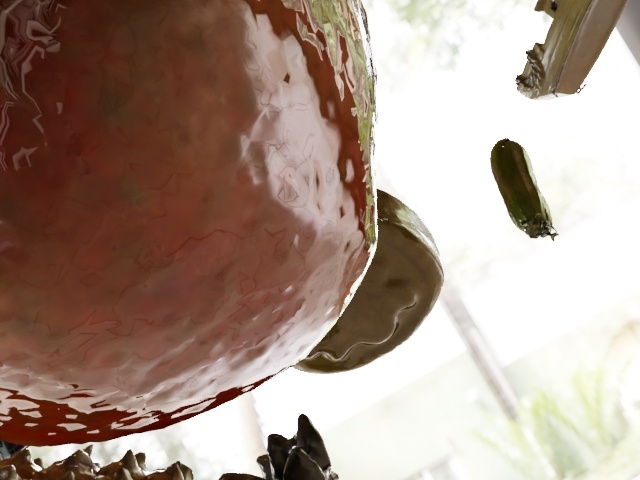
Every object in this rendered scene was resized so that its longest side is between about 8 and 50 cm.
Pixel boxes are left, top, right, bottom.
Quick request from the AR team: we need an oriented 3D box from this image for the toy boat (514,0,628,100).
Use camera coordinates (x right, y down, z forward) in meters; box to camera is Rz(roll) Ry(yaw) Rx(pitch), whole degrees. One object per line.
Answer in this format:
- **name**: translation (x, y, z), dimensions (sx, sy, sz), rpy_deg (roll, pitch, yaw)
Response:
- **toy boat**: translation (0.241, -0.223, 1.414), dimensions (0.064, 0.072, 0.206), rpy_deg (0, -56, -42)

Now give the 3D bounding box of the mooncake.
- **mooncake**: translation (0.032, 0.045, 1.780), dimensions (0.235, 0.235, 0.117), rpy_deg (-32, 26, 13)

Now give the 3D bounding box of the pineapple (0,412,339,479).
- **pineapple**: translation (-0.076, 0.214, 0.929), dimensions (0.357, 0.223, 0.223), rpy_deg (-11, -16, -25)

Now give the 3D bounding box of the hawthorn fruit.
- **hawthorn fruit**: translation (-0.079, -0.048, 0.583), dimensions (0.254, 0.254, 0.300), rpy_deg (-35, -27, 30)

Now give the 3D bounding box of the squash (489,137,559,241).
- **squash**: translation (0.230, -0.055, 1.728), dimensions (0.052, 0.183, 0.052), rpy_deg (-6, -51, -8)

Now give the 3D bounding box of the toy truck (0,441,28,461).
- **toy truck**: translation (-0.282, 0.167, 1.139), dimensions (0.074, 0.063, 0.136), rpy_deg (-43, -8, 28)
